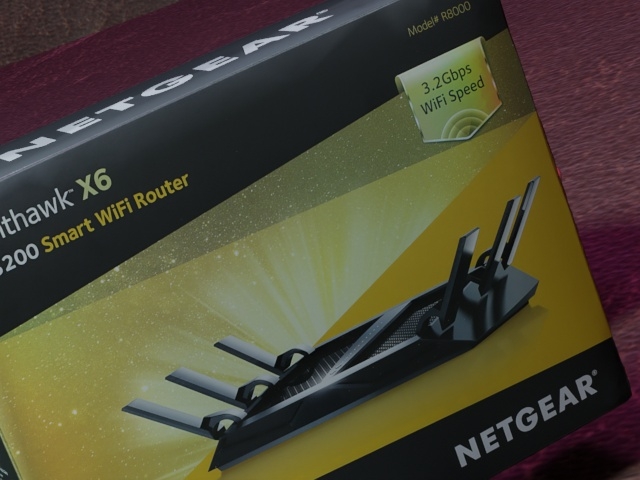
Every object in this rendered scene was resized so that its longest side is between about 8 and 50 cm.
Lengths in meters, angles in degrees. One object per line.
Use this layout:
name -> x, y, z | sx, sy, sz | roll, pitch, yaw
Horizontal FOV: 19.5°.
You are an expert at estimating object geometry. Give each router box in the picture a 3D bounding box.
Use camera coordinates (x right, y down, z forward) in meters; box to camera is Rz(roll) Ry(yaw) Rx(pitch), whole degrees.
router box -> -0.023, 0.032, 0.905 | 0.309, 0.243, 0.081 | -27, 17, -19

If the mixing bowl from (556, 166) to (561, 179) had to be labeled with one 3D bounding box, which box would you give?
mixing bowl -> 0.082, 0.029, 1.175 | 0.181, 0.098, 0.181 | -21, 18, 7
